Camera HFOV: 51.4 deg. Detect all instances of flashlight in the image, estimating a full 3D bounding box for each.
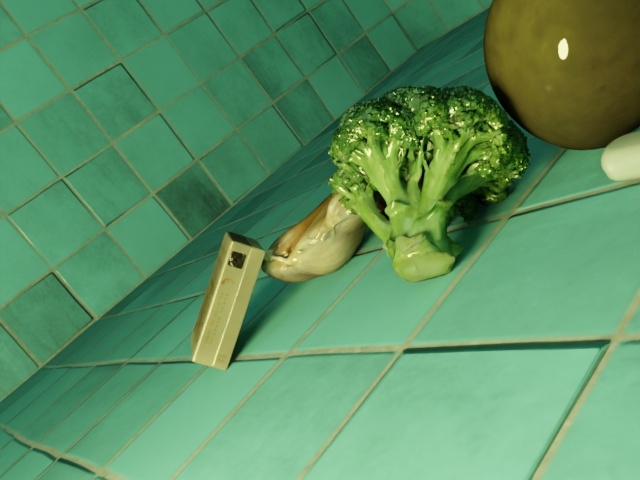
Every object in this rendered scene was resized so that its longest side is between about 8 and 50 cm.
[{"bbox_3d":[0.360,-0.096,0.646,0.093,0.047,0.200,-40,14,-20],"label":"flashlight"}]

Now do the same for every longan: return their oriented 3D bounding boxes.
[{"bbox_3d":[0.324,-0.258,0.822,0.243,0.300,0.300,-11,18,9],"label":"longan"}]

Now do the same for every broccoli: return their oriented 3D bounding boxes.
[{"bbox_3d":[0.130,-0.081,0.854,0.270,0.270,0.270,-26,46,39],"label":"broccoli"}]

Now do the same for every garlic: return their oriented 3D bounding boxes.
[{"bbox_3d":[0.000,0.000,1.133,0.228,0.110,0.217,-42,3,-26],"label":"garlic"}]

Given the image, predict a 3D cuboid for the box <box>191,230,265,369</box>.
[{"bbox_3d":[-0.153,0.092,1.078,0.141,0.058,0.201,-153,82,-76],"label":"box"}]
